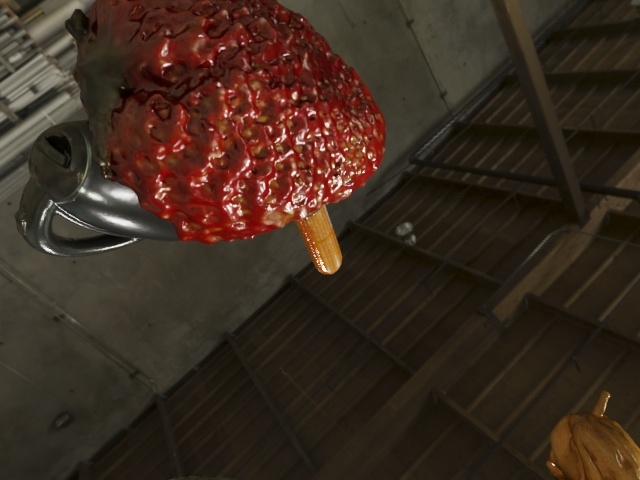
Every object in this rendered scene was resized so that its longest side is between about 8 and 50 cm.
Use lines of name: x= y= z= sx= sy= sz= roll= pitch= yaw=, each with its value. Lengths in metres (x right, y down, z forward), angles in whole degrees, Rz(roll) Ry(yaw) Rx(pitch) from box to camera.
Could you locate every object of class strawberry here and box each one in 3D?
strawberry: x=-0.077 y=-0.132 z=0.443 sx=0.257 sy=0.261 sz=0.261 roll=-15 pitch=-146 yaw=13

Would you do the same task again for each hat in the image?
hat: x=0.581 y=0.424 z=0.908 sx=0.233 sy=0.244 sz=0.233 roll=161 pitch=-64 yaw=-78

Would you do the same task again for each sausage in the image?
sausage: x=0.000 y=0.000 z=1.251 sx=0.093 sy=0.312 sz=0.093 roll=-8 pitch=-129 yaw=11

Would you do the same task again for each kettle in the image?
kettle: x=-0.360 y=-0.081 z=0.773 sx=0.207 sy=0.290 sz=0.268 roll=37 pitch=-78 yaw=19

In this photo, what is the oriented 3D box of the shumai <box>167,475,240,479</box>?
shumai: x=-0.207 y=0.647 z=0.771 sx=0.397 sy=0.324 sz=0.323 roll=25 pitch=-74 yaw=53
